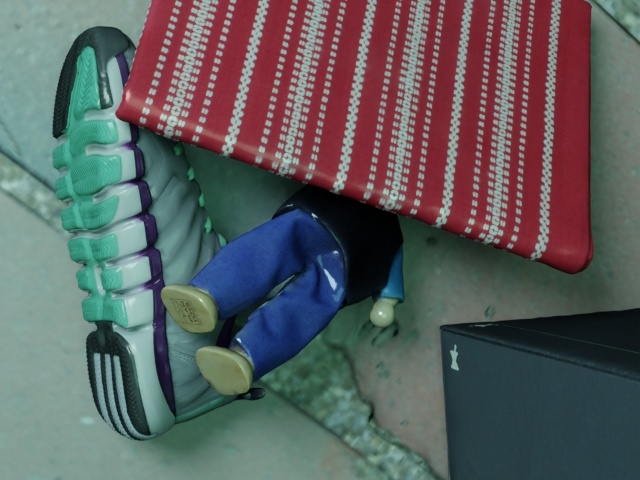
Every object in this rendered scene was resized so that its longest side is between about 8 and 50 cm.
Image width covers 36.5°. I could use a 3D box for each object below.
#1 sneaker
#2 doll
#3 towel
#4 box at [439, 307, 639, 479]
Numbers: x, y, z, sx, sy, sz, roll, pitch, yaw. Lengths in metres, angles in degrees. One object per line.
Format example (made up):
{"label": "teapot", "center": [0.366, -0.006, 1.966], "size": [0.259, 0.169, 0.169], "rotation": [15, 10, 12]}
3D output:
{"label": "sneaker", "center": [-0.087, -0.007, 0.546], "size": [0.098, 0.083, 0.224], "rotation": [-10, 98, -35]}
{"label": "doll", "center": [0.000, 0.000, 0.542], "size": [0.189, 0.046, 0.129], "rotation": [-37, 107, -36]}
{"label": "towel", "center": [0.039, -0.102, 0.555], "size": [0.274, 0.031, 0.199], "rotation": [18, 59, -15]}
{"label": "box", "center": [0.270, 0.131, 0.495], "size": [0.312, 0.343, 0.179], "rotation": [-3, 91, -15]}
